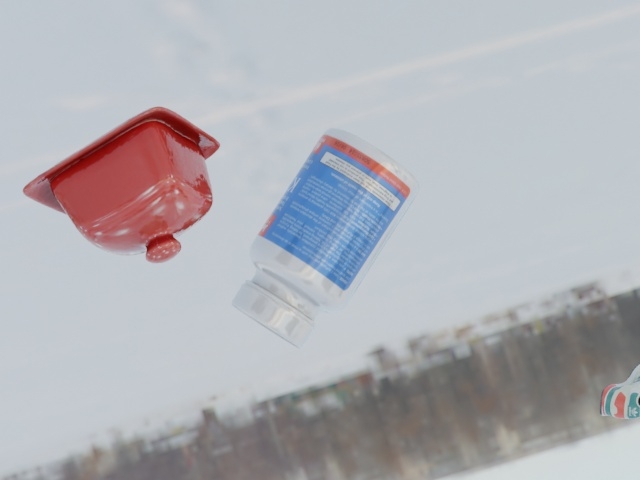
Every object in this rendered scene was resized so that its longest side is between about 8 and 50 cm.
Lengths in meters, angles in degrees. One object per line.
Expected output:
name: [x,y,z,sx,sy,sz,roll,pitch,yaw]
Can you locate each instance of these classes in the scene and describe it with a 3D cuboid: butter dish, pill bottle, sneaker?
butter dish: [-0.166,-0.033,1.431,0.160,0.118,0.160,-31,160,10]
pill bottle: [0.000,0.000,1.654,0.221,0.124,0.124,-57,178,-6]
sneaker: [0.477,0.225,2.239,0.075,0.057,0.161,13,-158,39]
